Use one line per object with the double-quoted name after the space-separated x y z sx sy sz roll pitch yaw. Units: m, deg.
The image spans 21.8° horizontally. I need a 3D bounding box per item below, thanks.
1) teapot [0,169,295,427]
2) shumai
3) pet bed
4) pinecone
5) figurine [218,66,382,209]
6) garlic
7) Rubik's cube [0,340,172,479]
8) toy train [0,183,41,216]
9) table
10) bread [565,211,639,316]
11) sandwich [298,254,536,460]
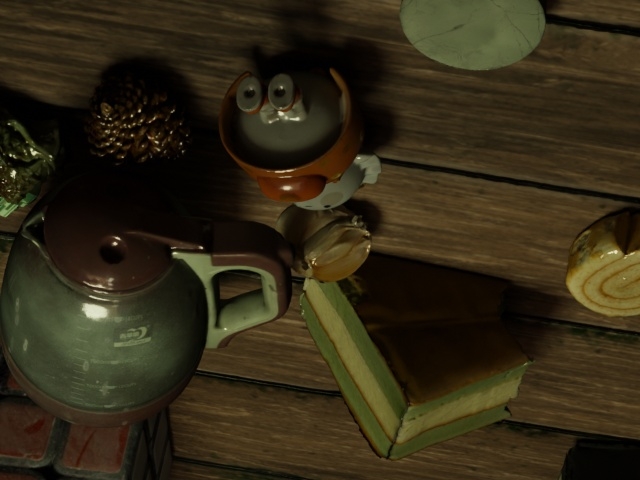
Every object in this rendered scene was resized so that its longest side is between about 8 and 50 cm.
-0.185 0.046 1.782 0.315 0.233 0.312 4 155 -9 "teapot"
-0.313 -0.102 1.765 0.087 0.099 0.123 -17 141 8 "shumai"
0.410 0.371 2.161 0.211 0.183 0.159 1 138 8 "pet bed"
-0.182 -0.117 1.697 0.109 0.102 0.102 21 143 -22 "pinecone"
-0.014 -0.103 1.667 0.143 0.143 0.271 -3 175 17 "figurine"
0.001 -0.004 1.828 0.094 0.074 0.113 -46 127 0 "garlic"
-0.370 0.322 2.177 0.305 0.303 0.301 8 144 6 "Rubik's cube"
-0.356 -0.054 1.881 0.053 0.033 0.083 25 142 -26 "toy train"
0.141 -0.216 1.527 0.133 0.043 0.133 6 144 5 "table"
0.335 0.027 1.790 0.122 0.073 0.149 31 139 -24 "bread"
0.118 0.108 1.934 0.198 0.227 0.155 -18 150 -24 "sandwich"
